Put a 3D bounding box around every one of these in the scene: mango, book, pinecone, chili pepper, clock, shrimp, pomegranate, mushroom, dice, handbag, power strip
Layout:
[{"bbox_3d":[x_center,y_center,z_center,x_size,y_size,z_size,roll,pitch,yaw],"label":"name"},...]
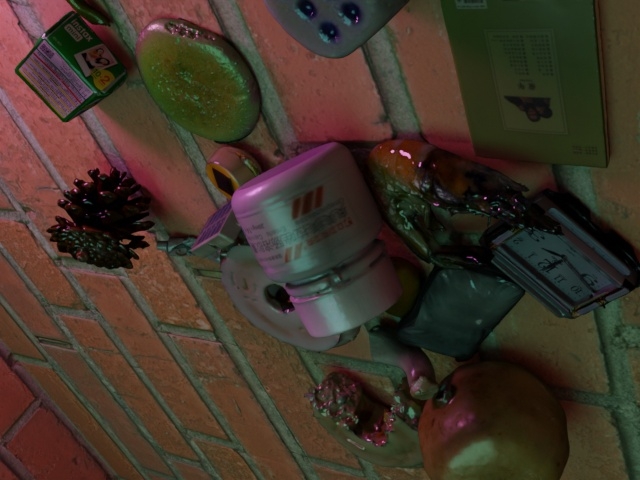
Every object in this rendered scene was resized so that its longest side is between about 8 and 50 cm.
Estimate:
[{"bbox_3d":[0.160,0.103,1.755,0.115,0.090,0.178,16,149,10],"label":"mango"},{"bbox_3d":[0.318,-0.267,1.253,0.239,0.035,0.352,9,137,34],"label":"book"},{"bbox_3d":[-0.528,-0.057,1.985,0.264,0.264,0.264,21,142,18],"label":"pinecone"},{"bbox_3d":[-0.500,-0.508,1.618,0.201,0.050,0.052,58,175,-31],"label":"chili pepper"},{"bbox_3d":[0.434,0.028,1.453,0.253,0.083,0.186,40,144,-6],"label":"clock"},{"bbox_3d":[0.243,-0.043,1.446,0.445,0.085,0.272,18,133,47],"label":"shrimp"},{"bbox_3d":[0.372,0.427,1.766,0.333,0.332,0.332,21,142,18],"label":"pomegranate"},{"bbox_3d":[0.189,0.270,1.842,0.278,0.096,0.099,38,152,57],"label":"mushroom"},{"bbox_3d":[0.035,-0.402,1.190,0.193,0.192,0.194,46,144,-14],"label":"dice"},{"bbox_3d":[0.287,0.152,1.692,0.192,0.074,0.332,15,140,-6],"label":"handbag"},{"bbox_3d":[-0.226,-0.026,1.813,0.043,0.106,0.367,31,164,-13],"label":"power strip"}]

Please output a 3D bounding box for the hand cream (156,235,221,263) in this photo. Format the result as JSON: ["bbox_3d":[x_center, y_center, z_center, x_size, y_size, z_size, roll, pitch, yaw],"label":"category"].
[{"bbox_3d":[-0.307,0.031,2.072,0.257,0.050,0.084,10,139,21],"label":"hand cream"}]

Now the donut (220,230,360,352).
[{"bbox_3d":[-0.059,0.093,1.864,0.383,0.142,0.382,21,141,18],"label":"donut"}]

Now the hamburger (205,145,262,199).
[{"bbox_3d":[-0.179,-0.145,1.743,0.141,0.081,0.126,21,147,41],"label":"hamburger"}]

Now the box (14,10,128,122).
[{"bbox_3d":[-0.541,-0.366,1.743,0.180,0.103,0.250,49,146,-19],"label":"box"}]

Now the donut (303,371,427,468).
[{"bbox_3d":[0.170,0.467,2.102,0.371,0.150,0.307,-7,128,43],"label":"donut"}]

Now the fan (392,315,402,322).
[{"bbox_3d":[0.182,0.181,1.883,0.193,0.016,0.038,51,149,-20],"label":"fan"}]

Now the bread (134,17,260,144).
[{"bbox_3d":[-0.256,-0.315,1.644,0.301,0.045,0.301,22,143,18],"label":"bread"}]

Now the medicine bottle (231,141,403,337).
[{"bbox_3d":[0.000,0.000,1.564,0.256,0.256,0.324,-14,105,46],"label":"medicine bottle"}]
